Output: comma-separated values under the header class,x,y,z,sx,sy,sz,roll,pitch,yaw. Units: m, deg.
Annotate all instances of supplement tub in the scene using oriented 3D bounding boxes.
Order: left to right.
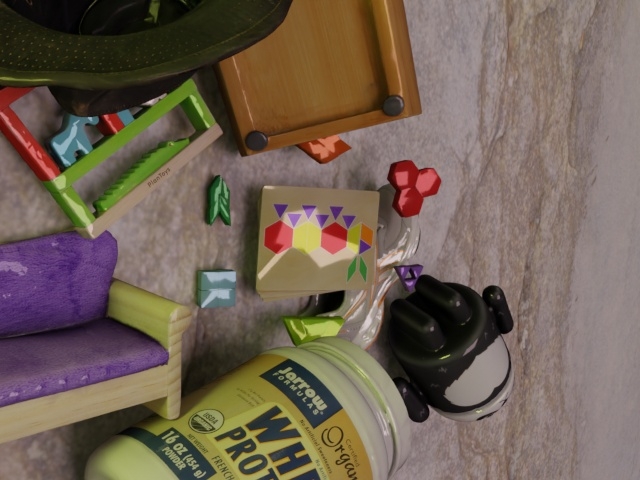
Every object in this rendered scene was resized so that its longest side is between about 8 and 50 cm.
class,x,y,z,sx,sy,sz,roll,pitch,yaw
supplement tub,-0.069,0.257,0.764,0.316,0.228,0.229,-25,117,-40

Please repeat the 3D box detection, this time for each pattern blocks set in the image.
class,x,y,z,sx,sy,sz,roll,pitch,yaw
pattern blocks set,0.000,0.000,0.898,0.324,0.026,0.286,10,93,-27

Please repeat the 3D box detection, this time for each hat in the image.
class,x,y,z,sx,sy,sz,roll,pitch,yaw
hat,-0.175,-0.193,0.572,0.331,0.331,0.134,-37,159,-35

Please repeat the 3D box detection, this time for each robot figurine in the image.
class,x,y,z,sx,sy,sz,roll,pitch,yaw
robot figurine,0.219,0.182,1.132,0.174,0.209,0.278,-87,152,-47

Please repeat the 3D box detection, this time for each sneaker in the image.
class,x,y,z,sx,sy,sz,roll,pitch,yaw
sneaker,0.055,0.030,0.987,0.121,0.099,0.263,28,77,-42

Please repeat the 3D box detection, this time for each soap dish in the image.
class,x,y,z,sx,sy,sz,roll,pitch,yaw
soap dish,-0.021,-0.240,0.743,0.118,0.228,0.291,-91,167,-63

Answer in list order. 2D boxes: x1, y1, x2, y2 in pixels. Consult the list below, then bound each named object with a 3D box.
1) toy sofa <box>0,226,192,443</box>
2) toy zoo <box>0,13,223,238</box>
class,x,y,z,sx,sy,sz,roll,pitch,yaw
toy sofa,-0.301,0.094,0.585,0.362,0.150,0.177,-7,105,-46
toy zoo,-0.236,-0.174,0.655,0.192,0.030,0.293,-47,121,-30
